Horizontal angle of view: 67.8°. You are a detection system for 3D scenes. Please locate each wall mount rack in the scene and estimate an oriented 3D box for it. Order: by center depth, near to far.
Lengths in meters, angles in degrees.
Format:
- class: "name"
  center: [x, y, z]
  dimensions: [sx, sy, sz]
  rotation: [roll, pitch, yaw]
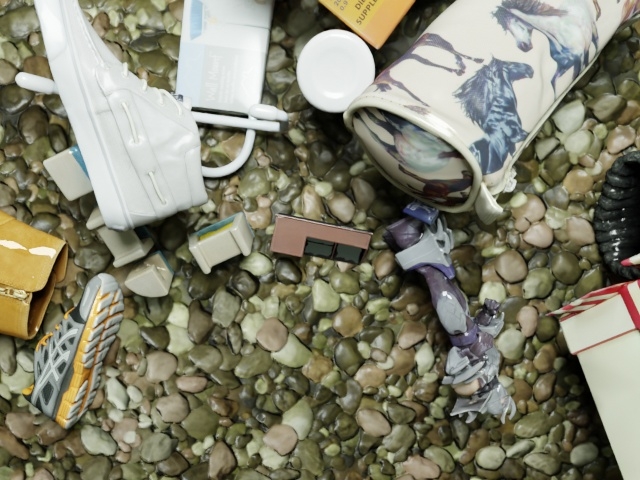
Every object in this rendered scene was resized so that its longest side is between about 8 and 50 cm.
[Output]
- class: "wall mount rack"
  center: [-0.177, -0.263, 0.584]
  dimensions: [0.303, 0.130, 0.350]
  rotation: [7, 92, -1]

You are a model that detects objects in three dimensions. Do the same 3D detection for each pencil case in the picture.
- class: "pencil case"
  center: [0.221, -0.205, 0.528]
  dimensions: [0.183, 0.160, 0.410]
  rotation: [43, 74, 5]

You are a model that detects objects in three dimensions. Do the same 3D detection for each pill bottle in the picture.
- class: "pill bottle"
  center: [0.019, -0.206, 0.573]
  dimensions: [0.086, 0.152, 0.086]
  rotation: [1, 113, 2]

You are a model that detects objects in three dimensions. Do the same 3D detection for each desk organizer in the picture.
- class: "desk organizer"
  center: [0.000, 0.000, 0.644]
  dimensions: [0.130, 0.047, 0.050]
  rotation: [11, 95, -1]

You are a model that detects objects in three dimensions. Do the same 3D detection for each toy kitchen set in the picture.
- class: "toy kitchen set"
  center: [-0.205, -0.056, 0.621]
  dimensions: [0.166, 0.122, 0.207]
  rotation: [-25, 113, 0]

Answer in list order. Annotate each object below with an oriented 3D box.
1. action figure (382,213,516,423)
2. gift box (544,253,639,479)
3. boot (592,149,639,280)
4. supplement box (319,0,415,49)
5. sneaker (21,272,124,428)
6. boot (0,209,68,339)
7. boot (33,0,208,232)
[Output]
- class: "action figure"
  center: [0.173, 0.097, 0.596]
  dimensions: [0.099, 0.185, 0.285]
  rotation: [-27, 87, 19]
- class: "gift box"
  center: [0.431, 0.146, 0.518]
  dimensions: [0.255, 0.276, 0.258]
  rotation: [14, 54, -28]
- class: "boot"
  center: [0.495, -0.126, 0.602]
  dimensions: [0.259, 0.131, 0.348]
  rotation: [-4, 94, -1]
- class: "supplement box"
  center: [-0.003, -0.308, 0.490]
  dimensions: [0.233, 0.080, 0.078]
  rotation: [37, 129, -8]
- class: "sneaker"
  center: [-0.330, 0.141, 0.630]
  dimensions: [0.083, 0.084, 0.215]
  rotation: [22, 94, 3]
- class: "boot"
  center: [-0.436, -0.027, 0.617]
  dimensions: [0.211, 0.104, 0.295]
  rotation: [11, 98, -7]
- class: "boot"
  center: [-0.200, -0.145, 0.502]
  dimensions: [0.123, 0.095, 0.259]
  rotation: [-18, 112, -20]
